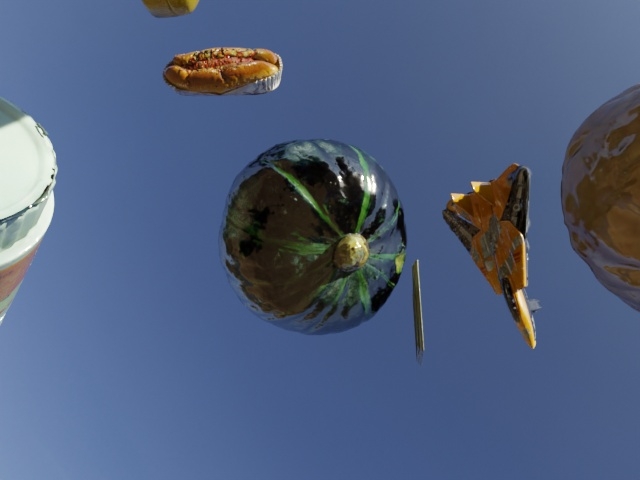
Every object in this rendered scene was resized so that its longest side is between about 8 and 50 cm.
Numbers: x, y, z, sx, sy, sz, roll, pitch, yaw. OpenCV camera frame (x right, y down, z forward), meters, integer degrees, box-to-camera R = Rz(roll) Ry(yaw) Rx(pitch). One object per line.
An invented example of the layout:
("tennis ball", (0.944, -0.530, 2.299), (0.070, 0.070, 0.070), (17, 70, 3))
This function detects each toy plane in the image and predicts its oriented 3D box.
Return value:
("toy plane", (0.347, 0.035, 0.820), (0.204, 0.102, 0.317), (-34, -109, 51))

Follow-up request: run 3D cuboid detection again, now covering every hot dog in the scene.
("hot dog", (-0.215, -0.371, 0.980), (0.267, 0.145, 0.075), (-2, -41, 1))

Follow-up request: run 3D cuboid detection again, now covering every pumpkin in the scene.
("pumpkin", (0.000, 0.000, 0.680), (0.238, 0.314, 0.316), (35, -63, 59))

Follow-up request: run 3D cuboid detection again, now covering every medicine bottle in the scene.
("medicine bottle", (-0.364, 0.004, 0.418), (0.318, 0.158, 0.158), (-38, -100, 38))

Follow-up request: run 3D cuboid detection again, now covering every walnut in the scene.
("walnut", (0.390, -0.047, 0.429), (0.285, 0.296, 0.286), (-22, -119, 47))

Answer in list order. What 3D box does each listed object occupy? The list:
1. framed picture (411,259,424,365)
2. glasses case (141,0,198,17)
("framed picture", (0.164, 0.130, 0.753), (0.011, 0.183, 0.142), (-3, -113, 10))
("glasses case", (-0.326, -0.681, 1.007), (0.140, 0.173, 0.372), (-6, -120, 6))
